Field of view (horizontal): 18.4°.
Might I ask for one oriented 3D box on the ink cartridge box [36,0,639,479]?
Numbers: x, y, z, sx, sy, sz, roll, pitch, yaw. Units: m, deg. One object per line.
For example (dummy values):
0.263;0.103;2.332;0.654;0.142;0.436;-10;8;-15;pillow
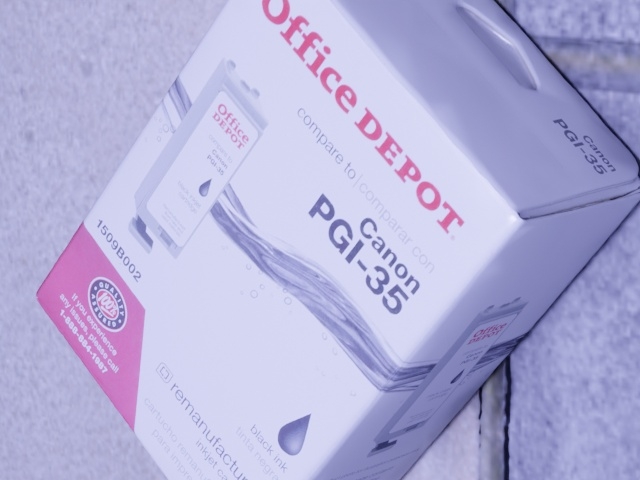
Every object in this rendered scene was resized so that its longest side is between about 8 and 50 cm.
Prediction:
0.000;0.000;1.040;0.207;0.117;0.283;51;127;21;ink cartridge box
